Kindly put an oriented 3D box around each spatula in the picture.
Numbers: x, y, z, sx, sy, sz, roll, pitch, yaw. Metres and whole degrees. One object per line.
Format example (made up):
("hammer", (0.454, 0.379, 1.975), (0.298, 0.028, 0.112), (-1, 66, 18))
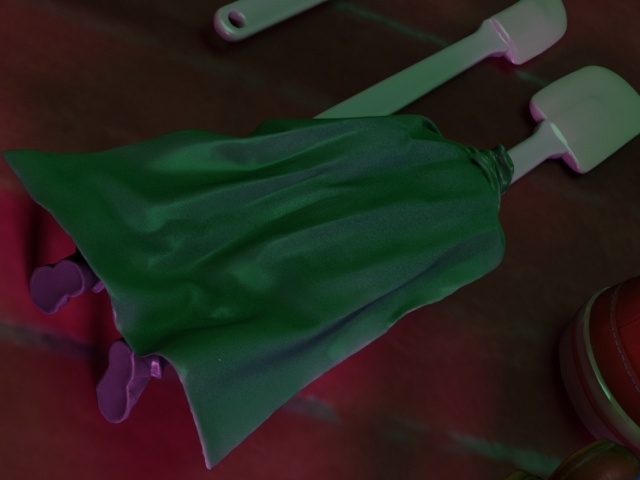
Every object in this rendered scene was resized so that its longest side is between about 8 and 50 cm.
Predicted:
("spatula", (0.055, -0.085, 0.825), (0.242, 0.019, 0.168), (-31, 86, -46))

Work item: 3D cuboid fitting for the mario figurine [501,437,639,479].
("mario figurine", (0.146, 0.232, 0.582), (0.198, 0.170, 0.320), (-30, 63, -23))

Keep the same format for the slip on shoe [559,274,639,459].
("slip on shoe", (0.265, 0.079, 0.807), (0.331, 0.101, 0.123), (19, 47, -29))

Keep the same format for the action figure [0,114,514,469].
("action figure", (0.000, 0.000, 0.677), (0.232, 0.063, 0.137), (-20, 72, -41))
